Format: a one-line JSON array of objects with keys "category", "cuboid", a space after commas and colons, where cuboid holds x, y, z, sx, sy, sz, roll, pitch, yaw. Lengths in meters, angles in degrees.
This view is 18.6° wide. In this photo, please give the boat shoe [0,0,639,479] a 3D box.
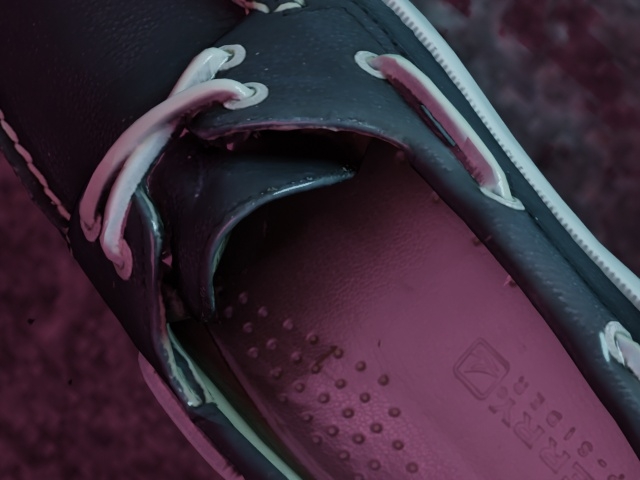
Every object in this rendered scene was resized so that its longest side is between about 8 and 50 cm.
[{"category": "boat shoe", "cuboid": [0.000, 0.000, 0.478, 0.302, 0.091, 0.114, 39, 103, 22]}]
